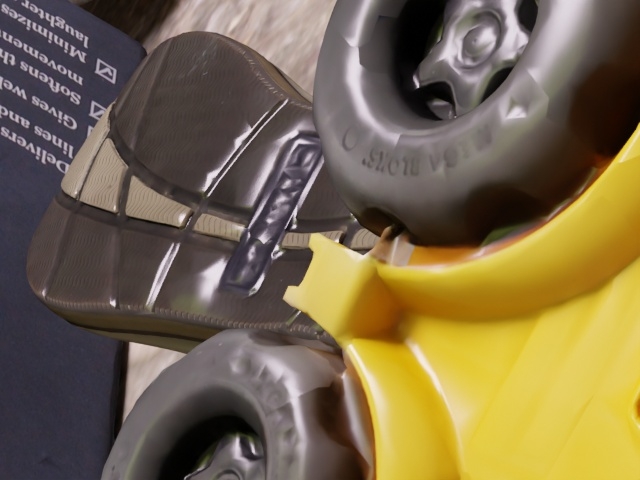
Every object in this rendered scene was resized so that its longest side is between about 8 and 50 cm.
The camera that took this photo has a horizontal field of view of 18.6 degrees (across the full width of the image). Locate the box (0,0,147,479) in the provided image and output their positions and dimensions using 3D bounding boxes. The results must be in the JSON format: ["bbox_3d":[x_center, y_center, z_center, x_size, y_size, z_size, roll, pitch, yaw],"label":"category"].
[{"bbox_3d":[-0.254,0.033,0.790,0.212,0.293,0.395,-44,29,32],"label":"box"}]

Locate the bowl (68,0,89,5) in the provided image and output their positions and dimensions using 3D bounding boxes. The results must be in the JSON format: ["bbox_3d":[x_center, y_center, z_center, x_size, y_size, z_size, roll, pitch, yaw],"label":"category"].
[{"bbox_3d":[-0.154,-0.205,0.966,0.289,0.289,0.156,-39,67,38],"label":"bowl"}]

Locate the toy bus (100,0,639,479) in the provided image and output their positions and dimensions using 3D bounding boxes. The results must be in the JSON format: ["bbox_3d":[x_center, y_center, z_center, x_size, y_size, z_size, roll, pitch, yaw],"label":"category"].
[{"bbox_3d":[0.089,0.048,0.337,0.211,0.149,0.220,31,94,49],"label":"toy bus"}]

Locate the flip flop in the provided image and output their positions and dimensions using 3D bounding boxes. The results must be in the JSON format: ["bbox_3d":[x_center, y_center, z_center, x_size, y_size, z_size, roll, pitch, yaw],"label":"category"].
[{"bbox_3d":[0.000,0.000,0.618,0.277,0.080,0.112,11,67,48],"label":"flip flop"}]
